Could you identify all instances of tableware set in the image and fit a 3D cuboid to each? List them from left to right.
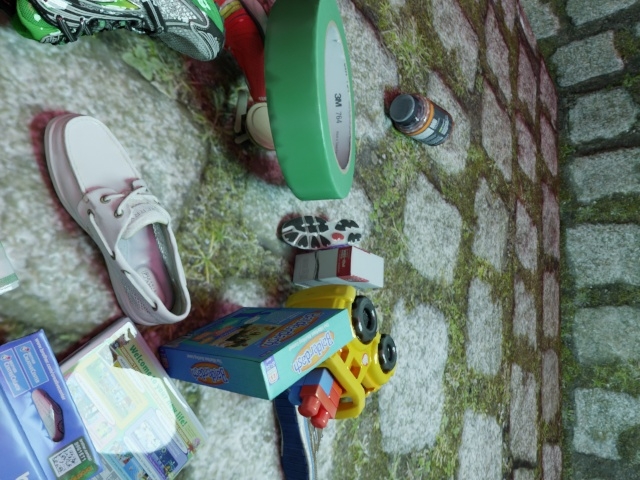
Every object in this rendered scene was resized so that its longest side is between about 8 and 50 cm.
[{"bbox_3d":[-0.092,-0.239,0.746,0.128,0.039,0.194,16,67,-33],"label":"tableware set"}]

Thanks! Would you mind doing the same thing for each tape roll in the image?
[{"bbox_3d":[-0.003,-0.228,0.712,0.321,0.077,0.321,-2,90,-76],"label":"tape roll"}]

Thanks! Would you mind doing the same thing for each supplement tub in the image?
[{"bbox_3d":[0.262,-0.319,1.121,0.198,0.106,0.106,7,79,-49],"label":"supplement tub"}]

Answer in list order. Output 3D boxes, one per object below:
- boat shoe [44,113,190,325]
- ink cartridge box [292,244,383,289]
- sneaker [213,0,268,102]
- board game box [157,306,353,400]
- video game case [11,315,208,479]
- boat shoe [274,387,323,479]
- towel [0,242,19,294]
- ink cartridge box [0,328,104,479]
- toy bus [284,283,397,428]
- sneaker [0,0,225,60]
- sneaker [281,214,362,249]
[{"bbox_3d":[-0.225,-0.025,0.515,0.098,0.096,0.277,-37,112,-45],"label":"boat shoe"},{"bbox_3d":[0.032,0.054,0.776,0.099,0.135,0.056,23,65,-46],"label":"ink cartridge box"},{"bbox_3d":[-0.155,-0.333,0.650,0.118,0.107,0.279,-27,97,-20],"label":"sneaker"},{"bbox_3d":[-0.087,0.137,0.567,0.160,0.210,0.047,-21,100,-48],"label":"board game box"},{"bbox_3d":[-0.253,0.233,0.503,0.193,0.023,0.212,-43,116,-43],"label":"video game case"},{"bbox_3d":[-0.026,0.331,0.722,0.066,0.066,0.183,-7,90,-51],"label":"boat shoe"},{"bbox_3d":[-0.376,0.000,0.399,0.113,0.023,0.152,-35,109,-48],"label":"towel"},{"bbox_3d":[-0.351,0.223,0.340,0.311,0.065,0.186,-27,105,-43],"label":"ink cartridge box"},{"bbox_3d":[0.022,0.215,0.700,0.220,0.149,0.211,58,32,-29],"label":"toy bus"},{"bbox_3d":[-0.273,-0.278,0.493,0.343,0.134,0.146,6,86,-40],"label":"sneaker"},{"bbox_3d":[0.000,0.000,0.805,0.170,0.071,0.068,3,60,-34],"label":"sneaker"}]
